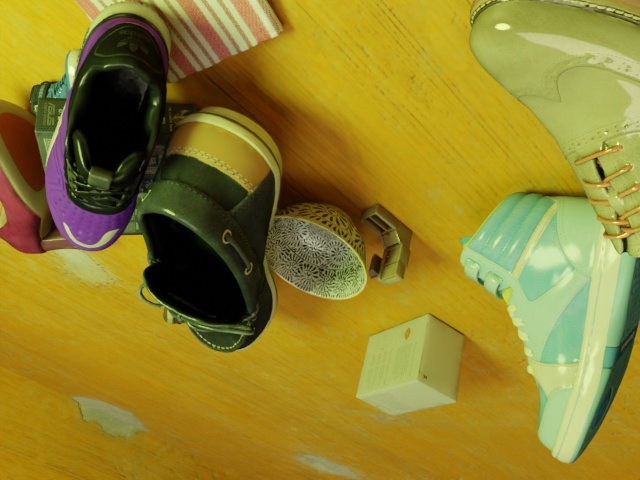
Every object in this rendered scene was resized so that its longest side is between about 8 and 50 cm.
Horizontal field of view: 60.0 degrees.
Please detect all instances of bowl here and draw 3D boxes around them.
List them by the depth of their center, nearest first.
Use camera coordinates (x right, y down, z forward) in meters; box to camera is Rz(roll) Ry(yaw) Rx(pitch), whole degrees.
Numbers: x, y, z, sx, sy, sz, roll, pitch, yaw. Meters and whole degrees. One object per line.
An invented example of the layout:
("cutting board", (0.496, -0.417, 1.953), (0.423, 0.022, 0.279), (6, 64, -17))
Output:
("bowl", (0.000, 0.000, 0.782), (0.170, 0.080, 0.170), (20, 145, 15))

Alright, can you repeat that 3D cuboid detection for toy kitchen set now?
("toy kitchen set", (0.074, 0.012, 0.772), (0.075, 0.083, 0.068), (37, 141, -26))

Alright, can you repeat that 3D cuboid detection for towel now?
("towel", (-0.152, -0.243, 0.567), (0.197, 0.029, 0.144), (-10, 138, 30))

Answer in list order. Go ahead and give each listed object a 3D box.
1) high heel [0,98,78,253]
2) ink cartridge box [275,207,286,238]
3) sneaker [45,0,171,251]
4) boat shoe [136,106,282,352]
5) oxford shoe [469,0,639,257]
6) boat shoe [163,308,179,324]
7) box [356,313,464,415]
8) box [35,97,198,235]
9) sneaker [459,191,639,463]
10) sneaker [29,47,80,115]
("high heel", (-0.488, -0.079, 0.842), (0.182, 0.127, 0.377), (4, 148, 0))
("ink cartridge box", (-0.094, -0.023, 0.845), (0.083, 0.028, 0.048), (-5, 140, 29))
("sneaker", (-0.228, -0.084, 0.571), (0.102, 0.146, 0.293), (9, 124, -25))
("boat shoe", (-0.153, 0.047, 0.747), (0.187, 0.156, 0.500), (24, 146, 5))
("oxford shoe", (0.281, -0.069, 0.468), (0.397, 0.146, 0.140), (32, 172, -5))
("boat shoe", (-0.226, 0.092, 1.011), (0.095, 0.095, 0.257), (16, 146, -9))
("box", (0.160, 0.228, 0.997), (0.091, 0.130, 0.170), (32, 143, -20))
("box", (-0.263, -0.088, 0.744), (0.184, 0.059, 0.232), (-1, 150, -17))
("sneaker", (0.259, 0.089, 0.670), (0.208, 0.318, 0.127), (18, -164, 38))
("sneaker", (-0.326, -0.184, 0.695), (0.085, 0.058, 0.152), (13, 153, -8))
